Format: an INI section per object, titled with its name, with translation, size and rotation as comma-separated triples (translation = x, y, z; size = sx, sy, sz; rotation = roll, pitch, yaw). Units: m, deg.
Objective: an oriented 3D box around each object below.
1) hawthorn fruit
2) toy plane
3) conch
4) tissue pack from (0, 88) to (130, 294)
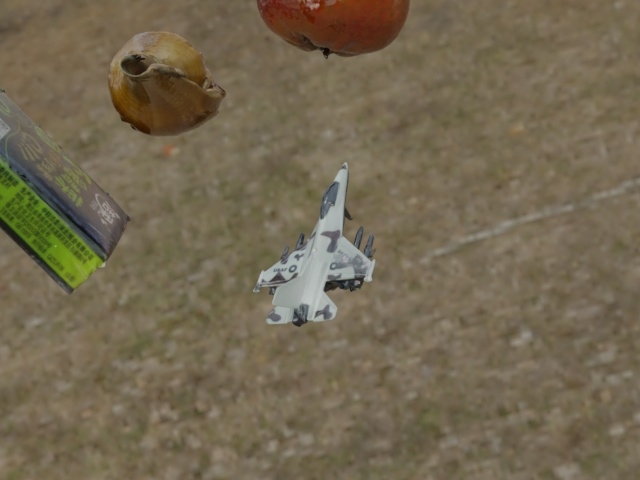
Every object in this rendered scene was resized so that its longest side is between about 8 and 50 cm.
[hawthorn fruit]
translation = 0.019, -0.340, 1.876
size = 0.196, 0.226, 0.196
rotation = 8, -4, 1
[toy plane]
translation = 0.005, 0.015, 1.717
size = 0.160, 0.082, 0.234
rotation = -7, 40, 34
[conch]
translation = -0.155, -0.139, 1.393
size = 0.093, 0.109, 0.330
rotation = -40, 3, 9
[tissue pack]
translation = -0.318, -0.064, 1.637
size = 0.073, 0.235, 0.173
rotation = -41, 12, 13
